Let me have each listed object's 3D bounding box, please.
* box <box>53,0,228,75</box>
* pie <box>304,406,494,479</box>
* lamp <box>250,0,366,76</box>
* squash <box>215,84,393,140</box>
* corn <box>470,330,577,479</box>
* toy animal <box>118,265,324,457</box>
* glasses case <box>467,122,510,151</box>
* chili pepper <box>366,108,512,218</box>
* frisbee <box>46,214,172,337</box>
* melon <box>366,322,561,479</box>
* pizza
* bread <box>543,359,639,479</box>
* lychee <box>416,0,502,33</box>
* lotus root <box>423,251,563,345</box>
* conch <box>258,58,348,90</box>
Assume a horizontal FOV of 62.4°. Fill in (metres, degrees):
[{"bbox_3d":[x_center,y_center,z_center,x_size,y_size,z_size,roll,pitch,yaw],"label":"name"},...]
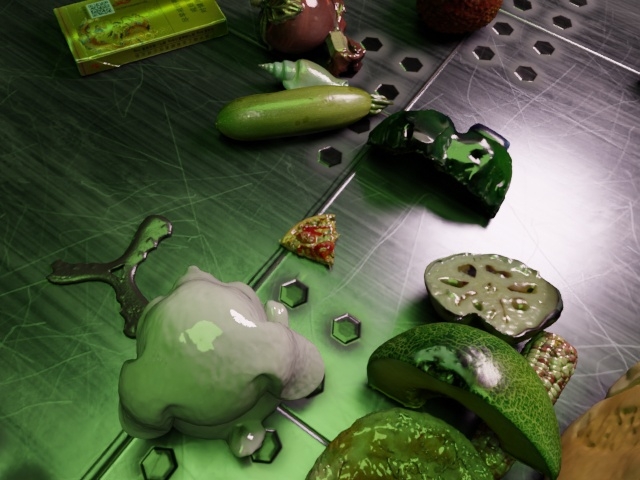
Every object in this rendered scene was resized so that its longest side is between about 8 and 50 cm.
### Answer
[{"bbox_3d":[-0.368,-0.452,1.091,0.311,0.043,0.173,-24,65,-17],"label":"box"},{"bbox_3d":[0.093,0.344,0.635,0.274,0.055,0.274,0,78,0],"label":"pie"},{"bbox_3d":[-0.026,-0.436,1.045,0.223,0.151,0.215,-5,65,-9],"label":"lamp"},{"bbox_3d":[-0.023,-0.239,0.968,0.340,0.094,0.095,-9,62,-9],"label":"squash"},{"bbox_3d":[0.276,0.229,0.729,0.079,0.079,0.237,36,65,16],"label":"corn"},{"bbox_3d":[-0.124,0.149,0.642,0.271,0.265,0.206,-11,63,-12],"label":"toy animal"},{"bbox_3d":[0.322,-0.196,1.003,0.083,0.023,0.033,39,69,16],"label":"glasses case"},{"bbox_3d":[0.216,-0.164,0.924,0.264,0.116,0.148,25,59,9],"label":"chili pepper"},{"bbox_3d":[-0.332,0.053,0.825,0.187,0.012,0.211,-2,62,-4],"label":"frisbee"},{"bbox_3d":[0.185,0.161,0.663,0.265,0.169,0.129,21,62,34],"label":"melon"},{"bbox_3d":[-0.004,-0.013,0.875,0.100,0.029,0.099,27,61,11],"label":"pizza"},{"bbox_3d":[0.431,0.268,0.546,0.348,0.376,0.253,-39,70,-24],"label":"bread"},{"bbox_3d":[0.287,-0.520,1.095,0.194,0.194,0.195,2,60,-3],"label":"lychee"},{"bbox_3d":[0.250,0.097,0.790,0.203,0.078,0.183,-12,38,-29],"label":"lotus root"},{"bbox_3d":[-0.034,-0.310,1.019,0.180,0.065,0.088,13,59,-7],"label":"conch"}]
